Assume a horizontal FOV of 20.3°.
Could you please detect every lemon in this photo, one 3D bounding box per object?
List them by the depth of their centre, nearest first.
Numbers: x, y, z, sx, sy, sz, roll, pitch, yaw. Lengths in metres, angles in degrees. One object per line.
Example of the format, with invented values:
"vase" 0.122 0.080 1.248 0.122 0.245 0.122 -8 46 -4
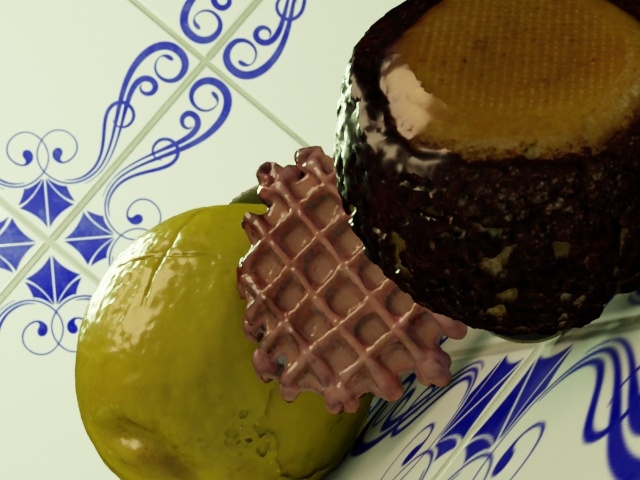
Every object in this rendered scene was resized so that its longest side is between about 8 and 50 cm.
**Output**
"lemon" -0.083 0.109 1.648 0.297 0.297 0.297 -50 2 2

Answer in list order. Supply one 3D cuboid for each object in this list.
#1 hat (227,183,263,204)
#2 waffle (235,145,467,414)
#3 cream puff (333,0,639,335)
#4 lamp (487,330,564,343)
"hat" 0.000 0.000 1.839 0.257 0.257 0.130 -49 24 27
"waffle" 0.028 0.027 1.467 0.055 0.221 0.234 29 -115 -64
"cream puff" 0.124 -0.050 1.090 0.239 0.239 0.165 -51 -32 -35
"lamp" 0.160 -0.026 1.245 0.121 0.121 0.214 -48 15 40
